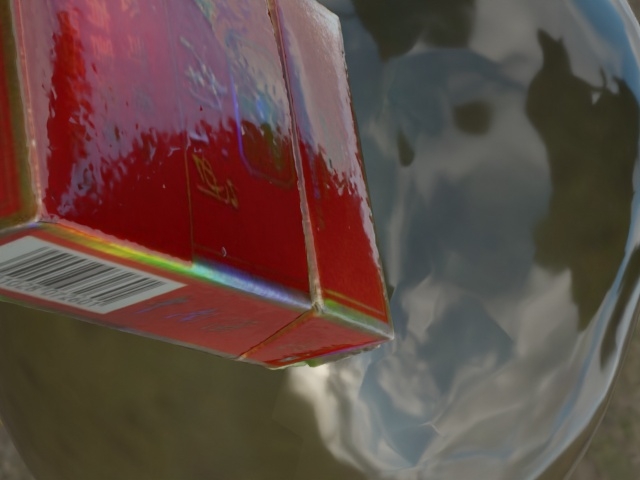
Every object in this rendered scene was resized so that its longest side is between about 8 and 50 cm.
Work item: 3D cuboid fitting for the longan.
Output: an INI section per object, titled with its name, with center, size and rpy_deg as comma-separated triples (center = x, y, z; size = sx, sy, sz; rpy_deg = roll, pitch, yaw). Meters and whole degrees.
[longan]
center = 0.000, 0.000, 0.818
size = 0.361, 0.361, 0.361
rpy_deg = 38, 41, -43

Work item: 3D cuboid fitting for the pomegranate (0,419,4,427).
[pomegranate]
center = -0.123, 0.031, 1.585
size = 0.416, 0.416, 0.416
rpy_deg = 38, 41, -43

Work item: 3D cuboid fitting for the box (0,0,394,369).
[box]
center = -0.044, -0.032, 0.478
size = 0.175, 0.048, 0.112
rpy_deg = 20, 55, -59
